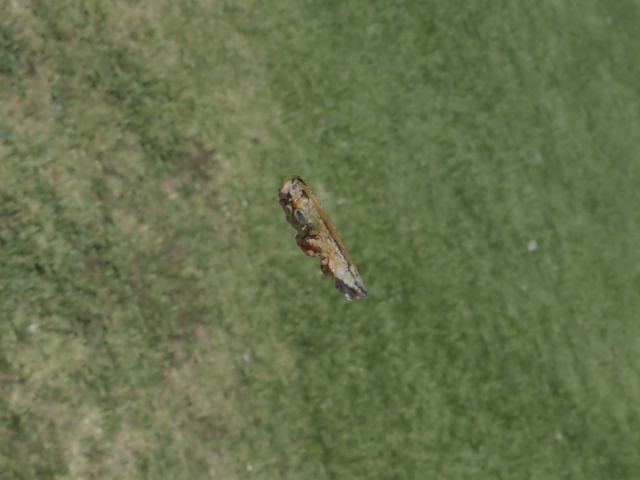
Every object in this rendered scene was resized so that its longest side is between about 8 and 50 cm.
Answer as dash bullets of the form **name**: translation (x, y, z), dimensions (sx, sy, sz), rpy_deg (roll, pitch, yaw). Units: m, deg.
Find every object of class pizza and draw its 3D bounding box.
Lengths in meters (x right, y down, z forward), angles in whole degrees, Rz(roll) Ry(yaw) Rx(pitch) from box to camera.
- **pizza**: translation (0.000, 0.000, 1.766), dimensions (0.195, 0.052, 0.185), rpy_deg (59, 7, 8)
